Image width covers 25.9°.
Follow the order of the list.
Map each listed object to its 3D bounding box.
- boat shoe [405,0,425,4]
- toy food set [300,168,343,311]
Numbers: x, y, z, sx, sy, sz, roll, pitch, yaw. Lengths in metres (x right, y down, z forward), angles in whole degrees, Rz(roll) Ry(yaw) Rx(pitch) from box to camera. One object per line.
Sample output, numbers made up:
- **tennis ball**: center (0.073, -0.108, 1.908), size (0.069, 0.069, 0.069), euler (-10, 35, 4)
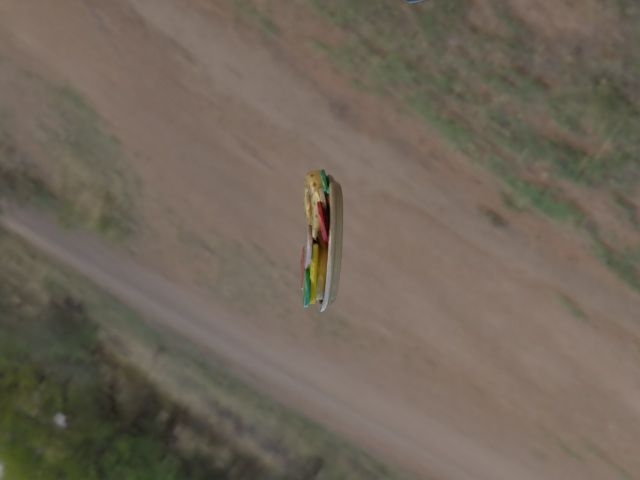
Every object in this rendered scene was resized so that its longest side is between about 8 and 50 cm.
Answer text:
- **boat shoe**: center (-0.023, -0.184, 0.375), size (0.127, 0.113, 0.340), euler (-7, 151, 16)
- **toy food set**: center (0.000, 0.000, 0.809), size (0.020, 0.083, 0.082), euler (3, -175, -5)
